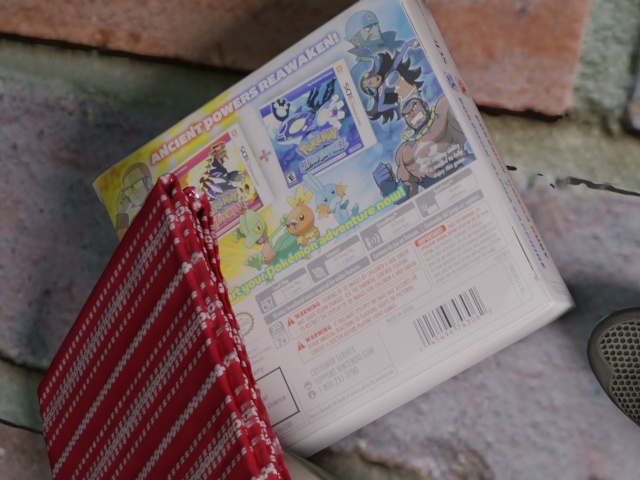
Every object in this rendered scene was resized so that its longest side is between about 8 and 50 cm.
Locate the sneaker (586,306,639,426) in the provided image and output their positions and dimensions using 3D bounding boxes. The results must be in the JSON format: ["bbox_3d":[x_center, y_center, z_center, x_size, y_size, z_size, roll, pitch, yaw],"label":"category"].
[{"bbox_3d":[0.181,0.084,0.699,0.166,0.076,0.065,40,102,26],"label":"sneaker"}]

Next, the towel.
[{"bbox_3d":[-0.070,0.132,0.771,0.199,0.031,0.275,-55,44,39],"label":"towel"}]

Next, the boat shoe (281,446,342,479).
[{"bbox_3d":[0.075,0.228,0.711,0.340,0.127,0.113,39,90,16],"label":"boat shoe"}]

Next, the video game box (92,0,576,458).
[{"bbox_3d":[0.000,0.000,0.821,0.205,0.048,0.187,-31,73,22],"label":"video game box"}]
